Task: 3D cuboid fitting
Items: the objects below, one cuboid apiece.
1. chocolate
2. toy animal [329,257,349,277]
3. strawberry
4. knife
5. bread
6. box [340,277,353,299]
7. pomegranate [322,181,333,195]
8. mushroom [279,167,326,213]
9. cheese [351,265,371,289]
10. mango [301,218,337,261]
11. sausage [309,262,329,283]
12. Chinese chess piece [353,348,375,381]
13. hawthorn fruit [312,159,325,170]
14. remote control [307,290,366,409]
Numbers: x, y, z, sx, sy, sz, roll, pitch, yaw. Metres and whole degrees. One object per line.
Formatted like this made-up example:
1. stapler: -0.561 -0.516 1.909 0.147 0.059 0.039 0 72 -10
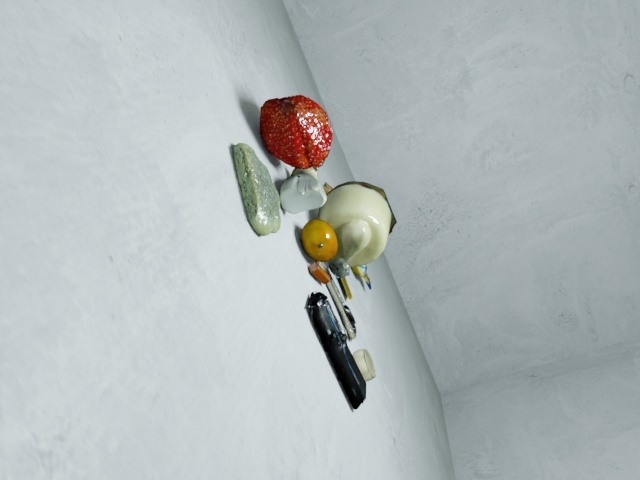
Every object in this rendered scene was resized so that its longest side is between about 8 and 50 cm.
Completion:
1. chocolate: 0.135 -0.035 1.974 0.297 0.313 0.326 -83 153 -47
2. toy animal: 0.063 0.112 1.905 0.253 0.070 0.079 149 -64 -77
3. strawberry: -0.083 -0.383 1.666 0.288 0.249 0.239 83 -11 -73
4. knife: 0.066 0.215 1.846 0.089 0.043 0.366 -78 144 -76
5. bread: -0.171 -0.141 1.399 0.207 0.056 0.287 26 47 -69
6. box: 0.099 0.170 2.055 0.089 0.022 0.157 -132 -159 -83
7. pomegranate: 0.083 -0.199 2.348 0.205 0.159 0.159 44 14 0
8. mushroom: -0.057 -0.187 1.726 0.329 0.159 0.122 -83 -170 -68
9. cheese: 0.204 0.135 2.466 0.177 0.069 0.270 -91 157 -55
10. mango: 0.001 0.005 1.732 0.221 0.120 0.152 54 17 -72
11. sausage: -0.002 0.120 1.714 0.039 0.041 0.131 52 1 33
12. Chinese chess piece: 0.167 0.476 1.846 0.122 0.051 0.122 60 15 -28
13. hawthorn fruit: -0.051 -0.372 2.032 0.149 0.149 0.189 -65 137 -72
14. remote control: 0.062 0.352 1.577 0.145 0.062 0.399 -72 140 -71
